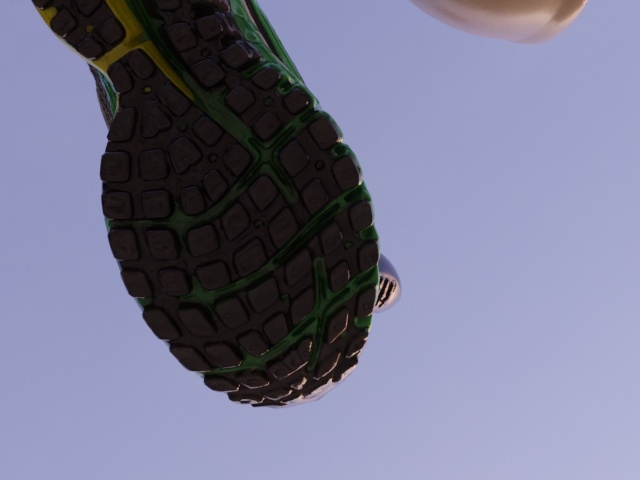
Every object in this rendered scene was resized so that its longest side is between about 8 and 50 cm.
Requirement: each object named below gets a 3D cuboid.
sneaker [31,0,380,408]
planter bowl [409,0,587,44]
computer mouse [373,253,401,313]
[{"bbox_3d":[-0.059,-0.074,0.620,0.134,0.146,0.344,-20,-90,5],"label":"sneaker"},{"bbox_3d":[0.092,-0.207,0.702,0.109,0.162,0.162,-2,-63,-23],"label":"planter bowl"},{"bbox_3d":[0.000,0.000,0.902,0.041,0.071,0.242,-43,-37,11],"label":"computer mouse"}]
